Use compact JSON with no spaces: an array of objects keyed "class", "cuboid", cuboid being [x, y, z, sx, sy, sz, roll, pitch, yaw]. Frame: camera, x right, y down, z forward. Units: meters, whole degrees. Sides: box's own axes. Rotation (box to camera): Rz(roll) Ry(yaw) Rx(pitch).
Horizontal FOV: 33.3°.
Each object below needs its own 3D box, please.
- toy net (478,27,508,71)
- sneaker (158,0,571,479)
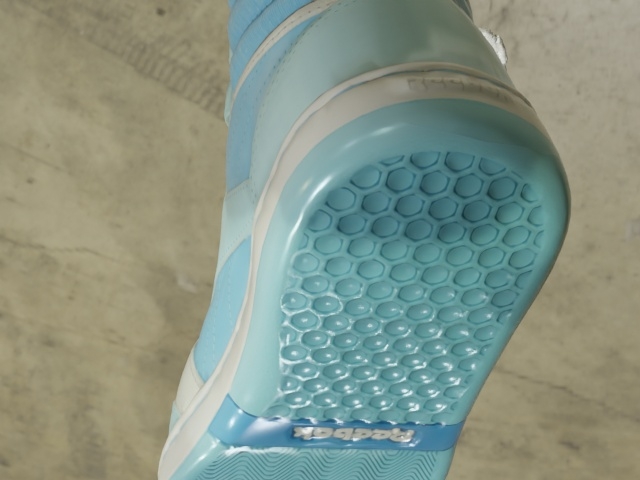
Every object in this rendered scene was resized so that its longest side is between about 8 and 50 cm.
[{"class":"toy net","cuboid":[0.081,-0.088,0.912,0.122,0.045,0.232,1,130,-21]},{"class":"sneaker","cuboid":[0.000,0.000,0.488,0.127,0.208,0.319,9,137,-18]}]
